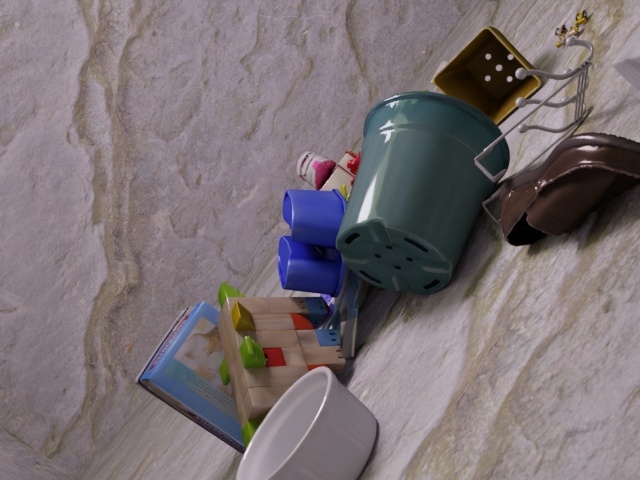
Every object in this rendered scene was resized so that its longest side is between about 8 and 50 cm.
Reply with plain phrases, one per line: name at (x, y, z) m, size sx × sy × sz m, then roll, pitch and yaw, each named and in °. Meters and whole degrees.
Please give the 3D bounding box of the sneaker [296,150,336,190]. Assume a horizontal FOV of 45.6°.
sneaker at (-0.024, -0.215, 2.297) m, size 0.103 × 0.111 × 0.252 m, roll -55°, pitch -3°, yaw -3°

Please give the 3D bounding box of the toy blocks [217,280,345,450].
toy blocks at (-0.070, 0.266, 1.701) m, size 0.190 × 0.261 × 0.381 m, roll 115°, pitch 147°, yaw -41°

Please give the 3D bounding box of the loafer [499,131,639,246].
loafer at (0.415, -0.067, 1.259) m, size 0.366 × 0.134 × 0.130 m, roll 131°, pitch 152°, yaw -71°

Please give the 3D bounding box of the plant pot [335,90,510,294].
plant pot at (0.203, -0.085, 1.655) m, size 0.341 × 0.341 × 0.334 m, roll -34°, pitch 27°, yaw 56°

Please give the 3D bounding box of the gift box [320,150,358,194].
gift box at (0.111, -0.094, 2.206) m, size 0.258 × 0.255 × 0.276 m, roll -54°, pitch 5°, yaw -7°

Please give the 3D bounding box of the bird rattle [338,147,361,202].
bird rattle at (0.141, -0.142, 1.987) m, size 0.253 × 0.207 × 0.143 m, roll -62°, pitch 38°, yaw 42°

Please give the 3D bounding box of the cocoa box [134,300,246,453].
cocoa box at (-0.236, 0.344, 1.863) m, size 0.231 × 0.347 × 0.228 m, roll -57°, pitch 12°, yaw -21°

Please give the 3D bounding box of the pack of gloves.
pack of gloves at (0.044, 0.171, 1.857) m, size 0.195 × 0.046 × 0.231 m, roll 145°, pitch 134°, yaw -71°

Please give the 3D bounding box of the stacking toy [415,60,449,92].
stacking toy at (0.290, -0.347, 2.208) m, size 0.131 × 0.279 × 0.309 m, roll 12°, pitch 51°, yaw 35°

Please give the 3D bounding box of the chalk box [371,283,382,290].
chalk box at (0.179, 0.008, 1.877) m, size 0.213 × 0.132 × 0.132 m, roll -38°, pitch 17°, yaw 51°

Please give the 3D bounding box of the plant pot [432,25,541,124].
plant pot at (0.474, -0.458, 2.098) m, size 0.212 × 0.212 × 0.187 m, roll -43°, pitch 1°, yaw 35°

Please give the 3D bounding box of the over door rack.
over door rack at (0.404, -0.218, 1.497) m, size 0.324 × 0.108 × 0.239 m, roll -51°, pitch -25°, yaw -6°

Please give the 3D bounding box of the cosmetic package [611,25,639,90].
cosmetic package at (0.637, -0.350, 1.344) m, size 0.117 × 0.085 × 0.231 m, roll -53°, pitch 10°, yaw -9°

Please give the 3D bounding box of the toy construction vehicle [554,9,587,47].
toy construction vehicle at (0.679, -0.568, 2.056) m, size 0.086 × 0.035 × 0.098 m, roll -23°, pitch 30°, yaw 45°

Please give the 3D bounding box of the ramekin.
ramekin at (-0.021, 0.386, 1.418) m, size 0.277 × 0.135 × 0.277 m, roll -48°, pitch 10°, yaw 12°

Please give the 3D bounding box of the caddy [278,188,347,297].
caddy at (0.000, 0.000, 1.846) m, size 0.341 × 0.179 × 0.241 m, roll -116°, pitch 32°, yaw -73°

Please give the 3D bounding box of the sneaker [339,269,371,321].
sneaker at (0.083, 0.116, 2.009) m, size 0.212 × 0.094 × 0.080 m, roll -57°, pitch 14°, yaw -29°

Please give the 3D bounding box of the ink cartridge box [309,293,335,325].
ink cartridge box at (0.005, 0.190, 2.210) m, size 0.206 × 0.045 × 0.208 m, roll -39°, pitch 14°, yaw 45°
